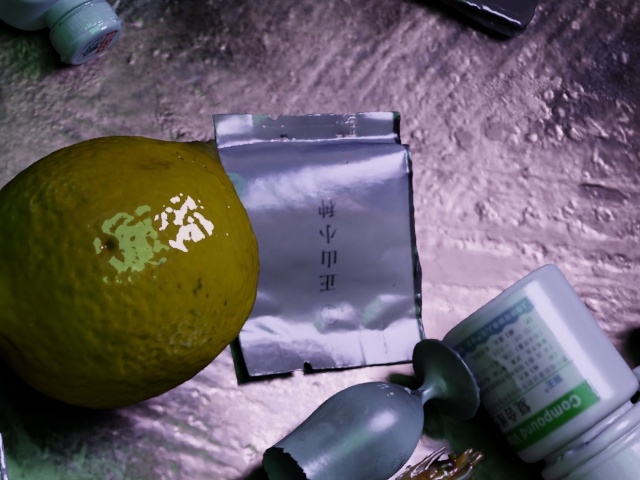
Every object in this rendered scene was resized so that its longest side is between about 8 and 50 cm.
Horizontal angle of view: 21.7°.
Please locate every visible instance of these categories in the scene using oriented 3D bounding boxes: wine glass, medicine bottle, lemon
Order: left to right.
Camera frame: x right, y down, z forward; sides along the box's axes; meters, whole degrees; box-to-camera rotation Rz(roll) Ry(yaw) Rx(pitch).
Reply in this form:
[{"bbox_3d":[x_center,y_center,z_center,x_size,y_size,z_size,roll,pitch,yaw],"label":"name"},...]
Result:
[{"bbox_3d":[-0.277,-0.275,1.589,0.121,0.083,0.229,-31,83,-33],"label":"medicine bottle"},{"bbox_3d":[-0.181,0.026,1.414,0.253,0.228,0.228,-19,76,-19],"label":"lemon"},{"bbox_3d":[0.045,0.173,1.520,0.202,0.093,0.093,-31,82,-33],"label":"wine glass"},{"bbox_3d":[0.232,0.152,1.584,0.139,0.139,0.237,-31,83,-30],"label":"medicine bottle"}]

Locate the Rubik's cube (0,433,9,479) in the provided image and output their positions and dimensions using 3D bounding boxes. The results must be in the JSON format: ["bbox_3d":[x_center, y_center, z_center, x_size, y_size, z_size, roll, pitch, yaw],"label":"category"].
[{"bbox_3d":[-0.376,0.172,1.268,0.231,0.224,0.221,-5,68,-22],"label":"Rubik's cube"}]

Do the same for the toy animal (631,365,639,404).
[{"bbox_3d":[0.400,0.145,1.662,0.178,0.127,0.193,8,63,-21],"label":"toy animal"}]

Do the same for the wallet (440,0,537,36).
[{"bbox_3d":[0.105,-0.340,1.799,0.309,0.042,0.165,24,60,-12],"label":"wallet"}]

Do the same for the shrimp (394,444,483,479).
[{"bbox_3d":[0.084,0.286,1.510,0.133,0.053,0.236,42,62,1],"label":"shrimp"}]

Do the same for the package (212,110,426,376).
[{"bbox_3d":[0.000,0.000,1.604,0.204,0.062,0.251,-3,82,-24],"label":"package"}]
